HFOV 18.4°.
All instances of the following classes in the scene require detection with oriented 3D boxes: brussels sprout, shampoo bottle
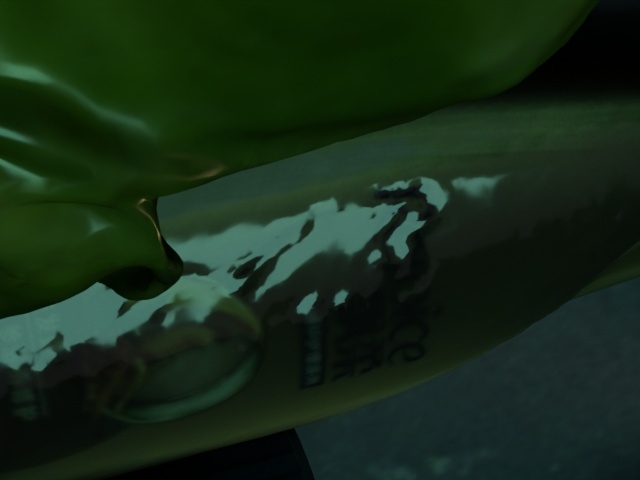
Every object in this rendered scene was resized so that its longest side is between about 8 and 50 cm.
[{"bbox_3d":[-0.045,-0.122,0.386,0.259,0.227,0.294,-21,139,-8],"label":"brussels sprout"},{"bbox_3d":[0.000,0.000,0.615,0.350,0.084,0.126,-13,133,-15],"label":"shampoo bottle"}]

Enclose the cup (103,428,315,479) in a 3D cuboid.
[{"bbox_3d":[-0.070,0.111,0.653,0.138,0.113,0.150,-13,144,-12],"label":"cup"}]
